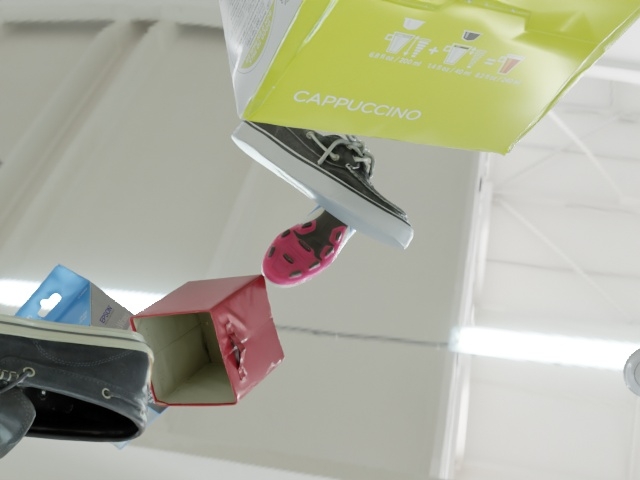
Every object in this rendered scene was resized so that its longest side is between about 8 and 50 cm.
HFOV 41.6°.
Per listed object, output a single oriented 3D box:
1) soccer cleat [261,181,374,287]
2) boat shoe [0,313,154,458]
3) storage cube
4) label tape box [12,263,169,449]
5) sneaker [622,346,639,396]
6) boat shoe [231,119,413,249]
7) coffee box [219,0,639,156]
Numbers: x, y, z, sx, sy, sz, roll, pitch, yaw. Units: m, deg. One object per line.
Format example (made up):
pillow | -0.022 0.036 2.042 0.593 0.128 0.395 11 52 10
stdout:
soccer cleat | 0.000 0.000 1.717 0.116 0.143 0.331 38 -121 11
boat shoe | -0.436 0.198 1.101 0.500 0.187 0.156 11 -126 -42
storage cube | -0.204 0.185 1.577 0.215 0.184 0.193 -7 -166 28
label tape box | -0.463 0.241 1.712 0.347 0.249 0.115 39 -148 -16
sneaker | 0.636 0.214 1.385 0.210 0.137 0.365 4 170 -41
boat shoe | 0.018 -0.102 1.157 0.306 0.113 0.105 35 -96 30
coffee box | 0.104 -0.325 0.842 0.337 0.338 0.334 4 -122 -26
